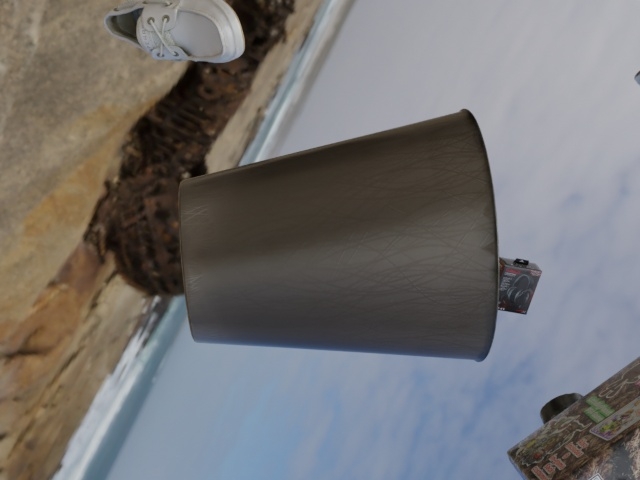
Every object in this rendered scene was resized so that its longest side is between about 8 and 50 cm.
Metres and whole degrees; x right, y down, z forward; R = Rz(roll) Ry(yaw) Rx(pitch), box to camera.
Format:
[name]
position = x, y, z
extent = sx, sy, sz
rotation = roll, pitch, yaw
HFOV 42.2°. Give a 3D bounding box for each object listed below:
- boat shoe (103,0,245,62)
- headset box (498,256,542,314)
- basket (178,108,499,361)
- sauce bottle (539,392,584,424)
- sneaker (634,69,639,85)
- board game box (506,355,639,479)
[boat shoe]
position = -0.215, -0.294, 1.176
extent = 0.096, 0.277, 0.098
rotation = -29, 122, -33
[headset box]
position = 0.290, 0.065, 1.246
extent = 0.032, 0.062, 0.083
rotation = -107, -150, -65
[basket]
position = 0.009, 0.008, 0.654
extent = 0.154, 0.226, 0.204
rotation = -112, -163, -76
[sauce bottle]
position = 0.384, 0.361, 1.080
extent = 0.111, 0.111, 0.344
rotation = -60, -146, 36
[sneaker]
position = 0.563, -0.208, 1.262
extent = 0.086, 0.163, 0.226
rotation = -39, 164, 21
[board game box]
position = 0.354, 0.208, 0.707
extent = 0.291, 0.232, 0.141
rotation = -36, 179, 0
